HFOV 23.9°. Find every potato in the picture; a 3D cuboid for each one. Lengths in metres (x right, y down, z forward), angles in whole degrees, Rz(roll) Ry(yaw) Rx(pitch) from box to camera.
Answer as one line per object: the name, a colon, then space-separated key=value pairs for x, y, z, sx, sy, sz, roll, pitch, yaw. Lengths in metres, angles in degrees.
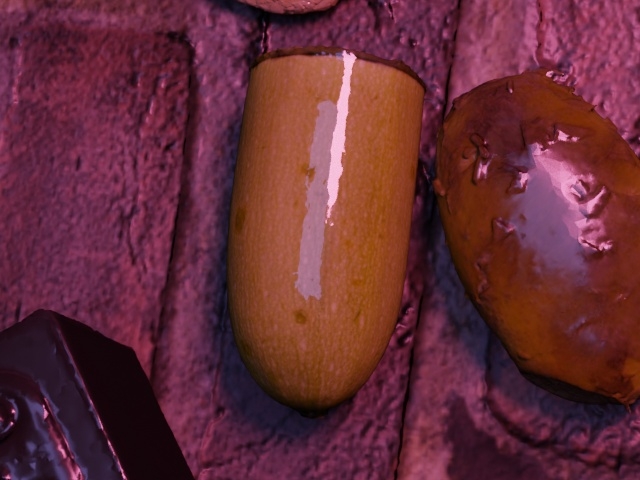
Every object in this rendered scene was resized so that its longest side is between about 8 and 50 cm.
potato: x=0.164 y=0.000 z=1.028 sx=0.149 sy=0.113 sz=0.251 roll=-21 pitch=74 yaw=5

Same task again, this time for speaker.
speaker: x=-0.205 y=0.219 z=1.038 sx=0.232 sy=0.184 sz=0.254 roll=-29 pitch=73 yaw=6

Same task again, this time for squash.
squash: x=0.000 y=0.000 z=1.057 sx=0.133 sy=0.132 sz=0.247 roll=3 pitch=80 yaw=14

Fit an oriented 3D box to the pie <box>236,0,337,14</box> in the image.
pie: x=-0.019 y=-0.262 z=1.154 sx=0.218 sy=0.052 sz=0.185 roll=1 pitch=85 yaw=16
